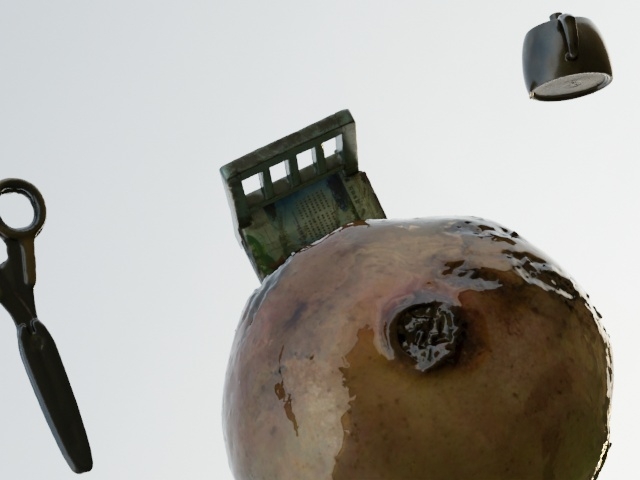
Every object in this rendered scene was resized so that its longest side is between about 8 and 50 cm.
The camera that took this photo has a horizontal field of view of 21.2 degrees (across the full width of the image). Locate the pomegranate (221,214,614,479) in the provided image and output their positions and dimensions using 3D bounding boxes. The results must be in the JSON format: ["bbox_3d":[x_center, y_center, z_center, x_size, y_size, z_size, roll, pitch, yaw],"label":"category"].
[{"bbox_3d":[0.079,0.127,1.380,0.322,0.322,0.322,-28,-47,-35],"label":"pomegranate"}]

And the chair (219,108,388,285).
[{"bbox_3d":[0.000,0.000,1.611,0.136,0.147,0.270,-25,-10,-6],"label":"chair"}]

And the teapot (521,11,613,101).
[{"bbox_3d":[0.208,-0.164,1.461,0.076,0.068,0.121,-11,-14,2],"label":"teapot"}]

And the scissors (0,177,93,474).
[{"bbox_3d":[-0.207,0.063,1.217,0.088,0.220,0.017,-19,-7,-24],"label":"scissors"}]
